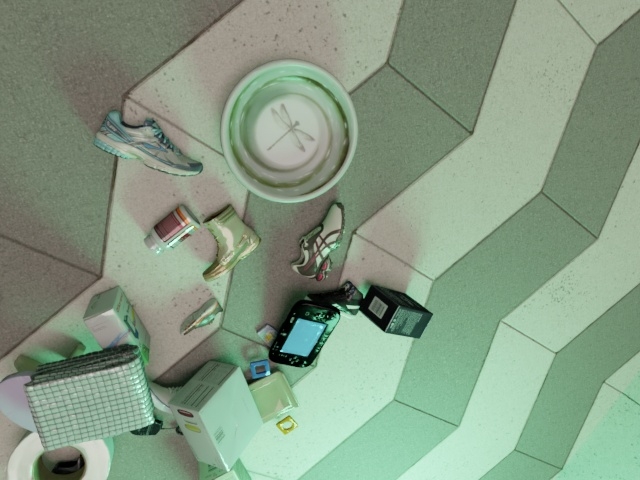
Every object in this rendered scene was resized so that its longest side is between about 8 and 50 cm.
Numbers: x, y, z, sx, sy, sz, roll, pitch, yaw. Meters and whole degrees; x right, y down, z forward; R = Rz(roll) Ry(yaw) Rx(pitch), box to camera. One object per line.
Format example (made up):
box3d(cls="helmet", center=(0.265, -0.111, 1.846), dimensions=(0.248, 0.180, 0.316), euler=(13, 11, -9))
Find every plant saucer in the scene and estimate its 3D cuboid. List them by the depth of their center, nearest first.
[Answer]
box3d(cls="plant saucer", center=(-0.093, -0.313, 1.321), dimensions=(0.401, 0.100, 0.400), euler=(-6, 110, -16))

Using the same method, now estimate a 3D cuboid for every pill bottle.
box3d(cls="pill bottle", center=(-0.433, -0.027, 1.322), dimensions=(0.152, 0.086, 0.086), euler=(-38, 116, -2))

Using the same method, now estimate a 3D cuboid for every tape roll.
box3d(cls="tape roll", center=(-0.803, 0.686, 1.412), dimensions=(0.286, 0.100, 0.286), euler=(-1, 93, -18))

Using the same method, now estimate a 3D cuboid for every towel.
box3d(cls="towel", center=(-0.618, 0.423, 1.237), dimensions=(0.284, 0.121, 0.235), euler=(-10, 114, -17))

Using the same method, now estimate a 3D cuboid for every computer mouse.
box3d(cls="computer mouse", center=(-0.533, 0.633, 1.560), dimensions=(0.242, 0.041, 0.071), euler=(14, 113, -29))

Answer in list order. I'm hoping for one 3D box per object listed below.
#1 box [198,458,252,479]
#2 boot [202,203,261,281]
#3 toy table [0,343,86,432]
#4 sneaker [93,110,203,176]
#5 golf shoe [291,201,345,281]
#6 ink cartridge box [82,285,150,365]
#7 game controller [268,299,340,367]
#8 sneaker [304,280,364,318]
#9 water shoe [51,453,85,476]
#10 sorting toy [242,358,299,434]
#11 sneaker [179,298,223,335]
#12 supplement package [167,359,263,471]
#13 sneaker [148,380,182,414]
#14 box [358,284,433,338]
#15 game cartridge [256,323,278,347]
box3d(cls="box", center=(-0.337, 0.875, 1.643), dimensions=(0.127, 0.148, 0.232), euler=(-23, 114, -8))
box3d(cls="boot", center=(-0.309, 0.008, 1.381), dimensions=(0.213, 0.077, 0.165), euler=(-40, 116, -6))
box3d(cls="toy table", center=(-0.785, 0.444, 1.338), dimensions=(0.252, 0.161, 0.274), euler=(-40, 115, 0))
box3d(cls="sneaker", center=(-0.448, -0.258, 1.223), dimensions=(0.283, 0.110, 0.122), euler=(18, 99, -23))
box3d(cls="golf shoe", center=(0.000, 0.000, 1.465), dimensions=(0.120, 0.105, 0.272), euler=(16, 103, -15))
box3d(cls="ink cartridge box", center=(-0.592, 0.264, 1.337), dimensions=(0.093, 0.154, 0.212), euler=(-25, 114, -8))
box3d(cls="game controller", center=(-0.059, 0.319, 1.528), dimensions=(0.167, 0.067, 0.319), euler=(10, 127, -24))
box3d(cls="sneaker", center=(0.055, 0.186, 1.567), dimensions=(0.217, 0.079, 0.121), euler=(22, 98, -32))
box3d(cls="water shoe", center=(-0.856, 0.770, 1.492), dimensions=(0.203, 0.073, 0.080), euler=(-24, 96, -15))
box3d(cls="sorting toy", center=(-0.195, 0.566, 1.636), dimensions=(0.196, 0.047, 0.347), euler=(-23, 113, -3))
box3d(cls="sneaker", center=(-0.379, 0.259, 1.459), dimensions=(0.158, 0.061, 0.065), euler=(-39, 122, -1))
box3d(cls="supplement package", center=(-0.335, 0.567, 1.483), dimensions=(0.204, 0.145, 0.261), euler=(-45, 126, -48))
box3d(cls="sneaker", center=(-0.478, 0.524, 1.513), dimensions=(0.091, 0.094, 0.258), euler=(-47, 125, -7))
box3d(cls="box", center=(0.263, 0.249, 1.581), dimensions=(0.207, 0.153, 0.108), euler=(19, 102, -40))
box3d(cls="game cartridge", center=(-0.176, 0.328, 1.572), dimensions=(0.056, 0.017, 0.083), euler=(-41, 116, -5))
